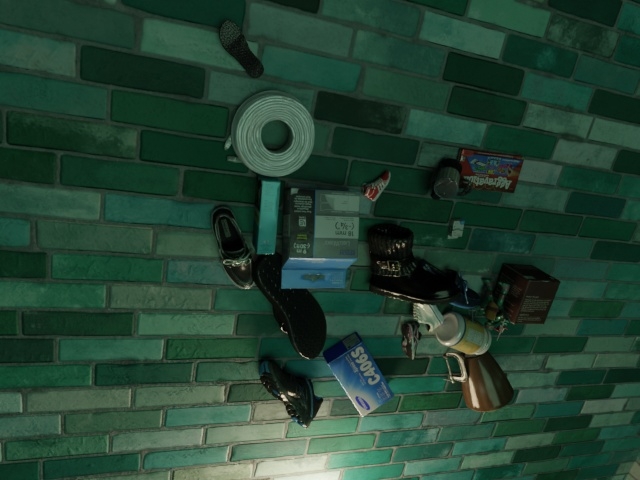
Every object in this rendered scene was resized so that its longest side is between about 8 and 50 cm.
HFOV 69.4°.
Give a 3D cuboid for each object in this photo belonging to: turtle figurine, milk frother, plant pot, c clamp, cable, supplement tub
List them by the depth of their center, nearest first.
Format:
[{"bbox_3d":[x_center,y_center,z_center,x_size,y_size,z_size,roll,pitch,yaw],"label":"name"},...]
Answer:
[{"bbox_3d":[-0.143,-0.324,1.410,0.257,0.089,0.257,14,106,-23],"label":"cable"},{"bbox_3d":[0.472,-0.194,1.630,0.143,0.134,0.129,19,135,7],"label":"milk frother"},{"bbox_3d":[0.700,0.282,1.893,0.118,0.175,0.234,19,82,-54],"label":"turtle figurine"},{"bbox_3d":[0.597,0.390,1.925,0.200,0.144,0.144,24,102,-26],"label":"supplement tub"},{"bbox_3d":[0.576,0.556,2.015,0.022,0.137,0.160,-22,104,-36],"label":"c clamp"},{"bbox_3d":[0.703,0.586,2.025,0.215,0.215,0.230,-25,103,-8],"label":"plant pot"}]

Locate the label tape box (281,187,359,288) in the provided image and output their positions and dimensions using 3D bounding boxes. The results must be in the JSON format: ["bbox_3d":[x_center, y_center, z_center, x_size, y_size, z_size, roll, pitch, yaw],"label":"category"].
[{"bbox_3d":[0.000,0.000,1.529,0.241,0.106,0.333,1,92,-19],"label":"label tape box"}]

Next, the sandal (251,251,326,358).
[{"bbox_3d":[-0.108,0.226,1.637,0.167,0.107,0.445,-40,116,-31],"label":"sandal"}]

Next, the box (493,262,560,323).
[{"bbox_3d":[0.847,0.223,1.928,0.168,0.167,0.203,5,109,-20],"label":"box"}]

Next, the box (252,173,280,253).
[{"bbox_3d":[-0.177,-0.085,1.491,0.060,0.100,0.244,0,111,-18],"label":"box"}]

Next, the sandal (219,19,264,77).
[{"bbox_3d":[-0.230,-0.545,1.324,0.067,0.040,0.179,-36,133,4],"label":"sandal"}]

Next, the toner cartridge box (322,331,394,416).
[{"bbox_3d":[0.159,0.549,1.880,0.165,0.075,0.348,-32,118,-3],"label":"toner cartridge box"}]

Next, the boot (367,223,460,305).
[{"bbox_3d":[0.332,0.083,1.648,0.348,0.131,0.260,7,114,14],"label":"boot"}]

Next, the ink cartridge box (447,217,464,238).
[{"bbox_3d":[0.524,-0.041,1.788,0.048,0.028,0.083,-4,113,-17],"label":"ink cartridge box"}]

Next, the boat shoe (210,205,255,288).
[{"bbox_3d":[-0.275,0.038,1.505,0.113,0.105,0.306,-15,115,-12],"label":"boat shoe"}]

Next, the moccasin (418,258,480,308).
[{"bbox_3d":[0.505,0.172,1.805,0.342,0.137,0.117,20,111,-26],"label":"moccasin"}]

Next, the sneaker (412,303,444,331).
[{"bbox_3d":[0.408,0.278,1.838,0.091,0.094,0.258,-48,120,-11],"label":"sneaker"}]

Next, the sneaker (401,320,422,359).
[{"bbox_3d":[0.386,0.410,1.907,0.077,0.072,0.178,-19,122,-22],"label":"sneaker"}]

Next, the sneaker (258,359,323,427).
[{"bbox_3d":[-0.115,0.567,1.792,0.139,0.125,0.341,-45,119,-28],"label":"sneaker"}]

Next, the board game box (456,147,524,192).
[{"bbox_3d":[0.627,-0.259,1.735,0.281,0.027,0.145,2,112,-19],"label":"board game box"}]

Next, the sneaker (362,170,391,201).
[{"bbox_3d":[0.191,-0.198,1.602,0.067,0.042,0.118,24,104,-29],"label":"sneaker"}]
